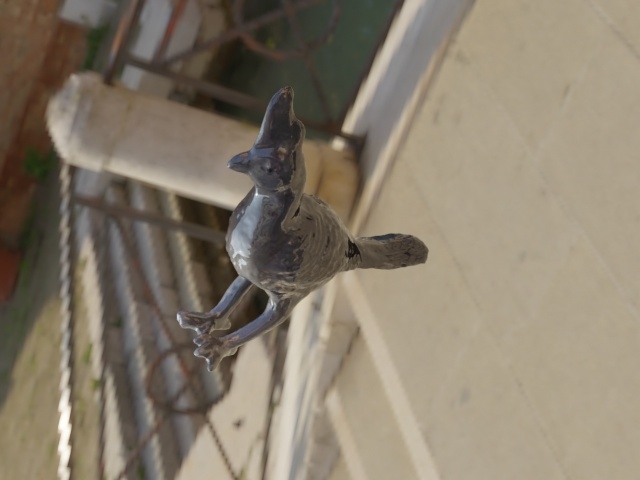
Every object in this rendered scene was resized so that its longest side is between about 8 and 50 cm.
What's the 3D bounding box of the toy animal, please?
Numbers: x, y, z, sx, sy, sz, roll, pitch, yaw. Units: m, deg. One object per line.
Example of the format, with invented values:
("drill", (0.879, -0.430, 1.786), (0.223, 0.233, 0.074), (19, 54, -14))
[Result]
("toy animal", (-0.030, 0.020, 1.167), (0.206, 0.367, 0.081), (-46, 64, 1))
